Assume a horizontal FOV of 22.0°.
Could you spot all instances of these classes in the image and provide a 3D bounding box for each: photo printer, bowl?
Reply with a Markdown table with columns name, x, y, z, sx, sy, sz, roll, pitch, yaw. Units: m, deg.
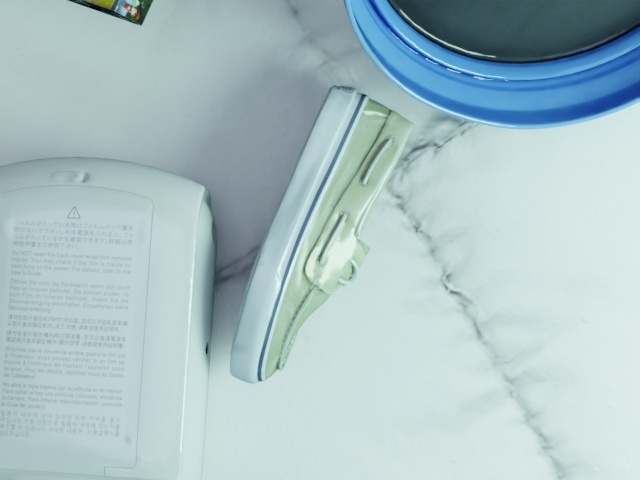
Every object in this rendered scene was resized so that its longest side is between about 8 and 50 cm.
| name | x | y | z | sx | sy | sz | roll | pitch | yaw |
| --- | --- | --- | --- | --- | --- | --- | --- | --- | --- |
| photo printer | -0.230 | 0.074 | 1.586 | 0.256 | 0.107 | 0.307 | 2 | 86 | 6 |
| bowl | 0.207 | -0.273 | 1.459 | 0.391 | 0.391 | 0.077 | -15 | 43 | 5 |

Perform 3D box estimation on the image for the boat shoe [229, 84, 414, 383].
| name | x | y | z | sx | sy | sz | roll | pitch | yaw |
| --- | --- | --- | --- | --- | --- | --- | --- | --- | --- |
| boat shoe | 0.000 | 0.000 | 1.569 | 0.094 | 0.109 | 0.302 | 21 | 86 | 5 |

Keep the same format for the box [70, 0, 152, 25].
| name | x | y | z | sx | sy | sz | roll | pitch | yaw |
| --- | --- | --- | --- | --- | --- | --- | --- | --- | --- |
| box | -0.235 | -0.315 | 1.595 | 0.233 | 0.044 | 0.159 | 23 | 89 | 33 |
